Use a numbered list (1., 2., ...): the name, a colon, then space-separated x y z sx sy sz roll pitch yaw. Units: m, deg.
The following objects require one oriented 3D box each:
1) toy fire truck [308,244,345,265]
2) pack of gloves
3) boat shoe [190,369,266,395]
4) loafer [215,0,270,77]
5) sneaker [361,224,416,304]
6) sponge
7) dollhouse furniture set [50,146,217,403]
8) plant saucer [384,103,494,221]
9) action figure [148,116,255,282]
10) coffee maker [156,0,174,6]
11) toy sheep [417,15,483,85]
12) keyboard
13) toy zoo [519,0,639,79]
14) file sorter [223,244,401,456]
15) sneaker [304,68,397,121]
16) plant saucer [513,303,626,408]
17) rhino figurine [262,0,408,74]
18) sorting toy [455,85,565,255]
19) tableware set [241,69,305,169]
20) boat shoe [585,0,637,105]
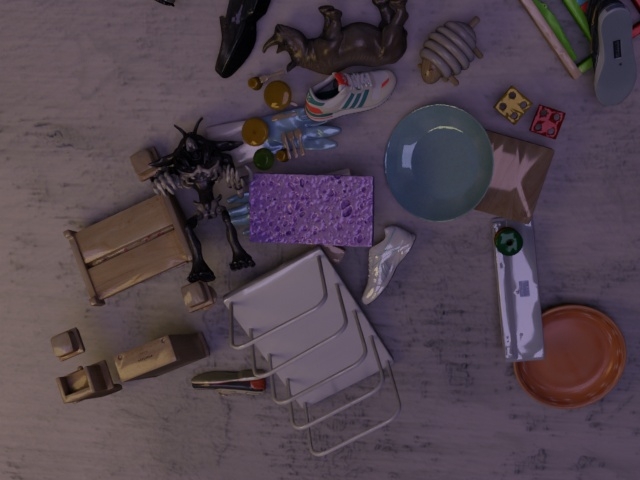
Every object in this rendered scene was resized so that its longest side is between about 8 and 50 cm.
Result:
1. toy fire truck: 0.000 0.000 1.554 0.192 0.047 0.135 -21 104 7
2. pack of gloves: -0.062 -0.117 1.521 0.232 0.046 0.195 -10 93 12
3. boat shoe: -0.167 0.263 1.637 0.137 0.049 0.043 -3 108 -2
4. loafer: -0.136 -0.348 1.458 0.061 0.062 0.170 29 102 16
5. sneaker: 0.106 0.041 1.566 0.061 0.054 0.152 30 99 2
6. sponge: -0.016 -0.051 1.477 0.210 0.031 0.117 2 95 11
7. dollhouse furniture set: -0.344 0.066 1.581 0.303 0.174 0.355 -23 81 7
8. plant saucer: 0.201 -0.128 1.490 0.195 0.037 0.195 3 96 31
9. action figure: -0.184 -0.080 1.444 0.164 0.141 0.275 -14 80 -9
10. coffee maker: -0.259 -0.482 1.399 0.171 0.120 0.178 39 103 15
11. toy sheep: 0.210 -0.306 1.443 0.091 0.091 0.132 39 90 -9
12. keyboard: 0.344 0.085 1.564 0.072 0.014 0.256 -6 95 -1
13. toy zoo: 0.474 -0.421 1.428 0.293 0.030 0.192 -35 102 11
14. file sorter: -0.010 0.192 1.516 0.193 0.173 0.277 -29 116 9
15. sneaker: 0.050 -0.244 1.449 0.161 0.075 0.057 -19 70 -6
16. plant saucer: 0.442 0.204 1.607 0.200 0.037 0.200 0 106 1
17. rhino figurine: 0.025 -0.322 1.447 0.243 0.073 0.106 -7 114 7
18. sorting toy: 0.308 -0.119 1.511 0.132 0.046 0.274 15 105 -2
19. tableware set: -0.084 -0.198 1.485 0.104 0.024 0.154 -14 93 18
20. boat shoe: 0.457 -0.306 1.417 0.065 0.083 0.183 -9 133 5
